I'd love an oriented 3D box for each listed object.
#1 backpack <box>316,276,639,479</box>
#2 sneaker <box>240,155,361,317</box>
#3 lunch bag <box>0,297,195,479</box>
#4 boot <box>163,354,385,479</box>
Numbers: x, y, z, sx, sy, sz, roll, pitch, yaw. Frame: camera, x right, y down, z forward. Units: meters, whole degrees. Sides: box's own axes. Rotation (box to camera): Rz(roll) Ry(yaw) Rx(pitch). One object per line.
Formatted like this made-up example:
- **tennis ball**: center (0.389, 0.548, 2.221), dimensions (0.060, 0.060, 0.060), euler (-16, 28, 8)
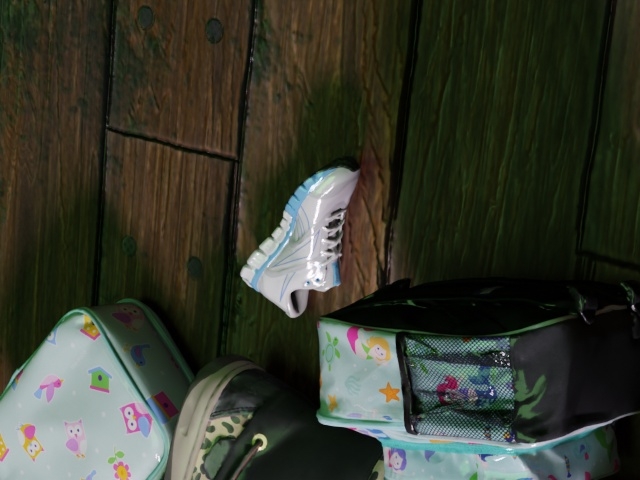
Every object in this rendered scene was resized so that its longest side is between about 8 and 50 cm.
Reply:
- **backpack**: center (0.126, 0.116, 1.292), dimensions (0.254, 0.225, 0.191), euler (6, 97, 34)
- **sneaker**: center (0.000, 0.000, 1.493), dimensions (0.083, 0.071, 0.190), euler (48, 132, 17)
- **lunch bag**: center (-0.238, 0.216, 1.693), dimensions (0.224, 0.108, 0.279), euler (53, 126, 18)
- **boot**: center (-0.022, 0.323, 1.500), dimensions (0.284, 0.138, 0.377), euler (16, 98, 34)
